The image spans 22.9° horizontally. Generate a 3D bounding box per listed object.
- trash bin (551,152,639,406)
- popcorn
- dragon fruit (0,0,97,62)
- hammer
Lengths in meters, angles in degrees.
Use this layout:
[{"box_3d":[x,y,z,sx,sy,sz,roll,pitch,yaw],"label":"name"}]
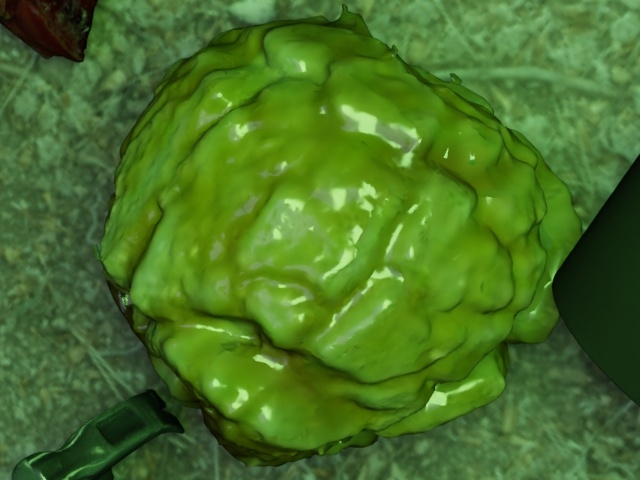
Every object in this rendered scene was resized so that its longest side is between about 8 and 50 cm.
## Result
[{"box_3d":[0.285,-0.054,0.824,0.214,0.214,0.334,42,114,12],"label":"trash bin"},{"box_3d":[0.001,-0.010,0.951,0.282,0.282,0.247,44,113,11],"label":"popcorn"},{"box_3d":[-0.234,-0.294,1.049,0.205,0.152,0.317,19,101,27],"label":"dragon fruit"},{"box_3d":[-0.188,0.187,1.113,0.041,0.158,0.226,49,128,11],"label":"hammer"}]
